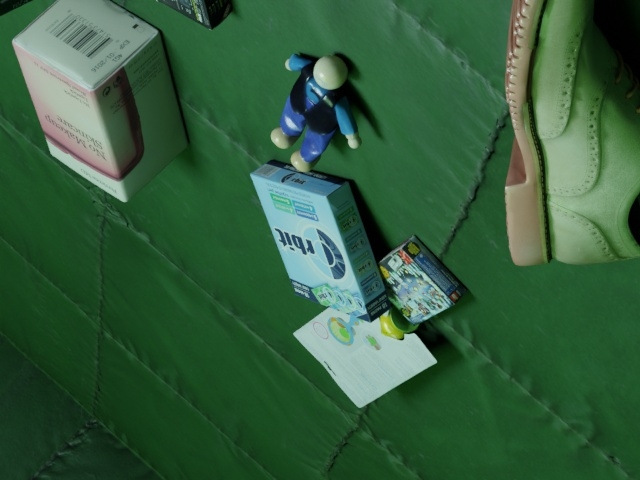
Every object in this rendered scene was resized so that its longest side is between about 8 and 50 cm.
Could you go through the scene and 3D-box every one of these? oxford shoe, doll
[{"bbox_3d":[0.240,-0.134,1.629,0.146,0.140,0.397,4,139,11],"label":"oxford shoe"},{"bbox_3d":[-0.002,-0.148,2.056,0.129,0.046,0.189,49,152,13],"label":"doll"}]

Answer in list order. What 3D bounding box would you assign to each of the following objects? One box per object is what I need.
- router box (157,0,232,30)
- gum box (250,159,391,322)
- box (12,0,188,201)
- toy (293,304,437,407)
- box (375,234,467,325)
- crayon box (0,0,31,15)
[{"bbox_3d":[-0.153,-0.304,2.055,0.092,0.038,0.122,31,153,28],"label":"router box"},{"bbox_3d":[0.000,0.000,2.264,0.157,0.041,0.184,19,137,50],"label":"gum box"},{"bbox_3d":[-0.279,-0.186,2.348,0.149,0.127,0.232,32,154,26],"label":"box"},{"bbox_3d":[0.068,0.127,2.393,0.137,0.056,0.237,49,152,-1],"label":"toy"},{"bbox_3d":[0.113,0.051,2.224,0.094,0.027,0.137,46,157,-2],"label":"box"},{"bbox_3d":[-0.497,-0.363,2.103,0.313,0.363,0.106,36,134,18],"label":"crayon box"}]
